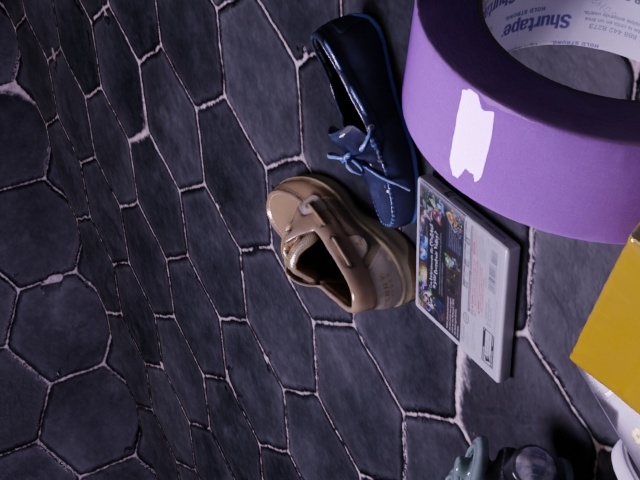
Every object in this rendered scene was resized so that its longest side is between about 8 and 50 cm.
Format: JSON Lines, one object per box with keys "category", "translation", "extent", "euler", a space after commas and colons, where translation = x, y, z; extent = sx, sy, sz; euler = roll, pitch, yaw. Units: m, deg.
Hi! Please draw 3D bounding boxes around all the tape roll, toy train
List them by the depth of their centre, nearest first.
{"category": "tape roll", "translation": [0.199, -0.123, 0.870], "extent": [0.275, 0.275, 0.090], "euler": [52, 150, 37]}
{"category": "toy train", "translation": [0.183, 0.354, 1.362], "extent": [0.334, 0.142, 0.190], "euler": [113, 171, -55]}

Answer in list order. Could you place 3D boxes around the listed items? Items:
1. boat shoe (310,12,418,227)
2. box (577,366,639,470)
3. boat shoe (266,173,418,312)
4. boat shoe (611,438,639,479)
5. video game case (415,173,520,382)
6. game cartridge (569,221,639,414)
{"category": "boat shoe", "translation": [0.044, -0.134, 1.440], "extent": [0.109, 0.089, 0.258], "euler": [-7, 101, 66]}
{"category": "box", "translation": [0.329, 0.111, 0.974], "extent": [0.183, 0.056, 0.231], "euler": [62, 140, 19]}
{"category": "boat shoe", "translation": [0.000, 0.000, 1.611], "extent": [0.341, 0.110, 0.122], "euler": [32, 135, 56]}
{"category": "boat shoe", "translation": [0.352, 0.245, 1.073], "extent": [0.228, 0.080, 0.076], "euler": [55, 138, 36]}
{"category": "video game case", "translation": [0.165, 0.042, 1.394], "extent": [0.173, 0.022, 0.190], "euler": [44, 146, 46]}
{"category": "game cartridge", "translation": [0.317, 0.124, 0.780], "extent": [0.323, 0.053, 0.285], "euler": [38, 167, 15]}
